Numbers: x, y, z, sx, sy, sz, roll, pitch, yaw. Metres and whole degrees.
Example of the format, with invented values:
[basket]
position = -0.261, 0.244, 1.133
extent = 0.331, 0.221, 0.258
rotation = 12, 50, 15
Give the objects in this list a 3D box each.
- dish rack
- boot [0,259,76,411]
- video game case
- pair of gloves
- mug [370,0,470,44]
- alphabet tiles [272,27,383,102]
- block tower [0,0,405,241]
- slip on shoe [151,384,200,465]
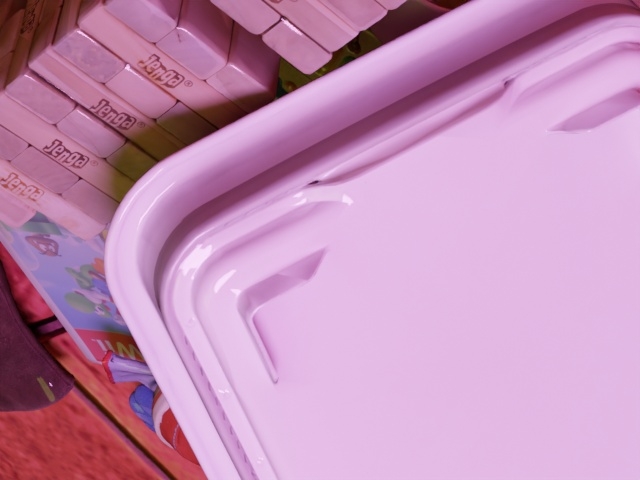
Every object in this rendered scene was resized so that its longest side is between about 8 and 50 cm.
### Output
[dish rack]
position = 0.080, 0.060, 0.809
extent = 0.072, 0.285, 0.333
rotation = 55, 170, 54
[boot]
position = -0.313, 0.049, 1.227
extent = 0.248, 0.090, 0.207
rotation = -8, 125, 37
[video game case]
position = -0.116, -0.007, 1.025
extent = 0.204, 0.025, 0.285
rotation = 6, 143, 31
[pair of gloves]
position = -0.059, 0.112, 1.123
extent = 0.159, 0.023, 0.198
rotation = 15, 158, 10
[mug]
position = 0.056, -0.111, 0.804
extent = 0.078, 0.062, 0.064
rotation = 40, 151, 2
[alphabet tiles]
position = 0.000, 0.000, 1.009
extent = 0.285, 0.011, 0.342
rotation = 36, 143, -4
[block tower]
position = -0.035, -0.123, 0.742
extent = 0.091, 0.097, 0.335
rotation = 34, 130, -30
[slip on shoe]
position = 0.062, 0.137, 0.982
extent = 0.331, 0.101, 0.123
rotation = 17, 136, 0
